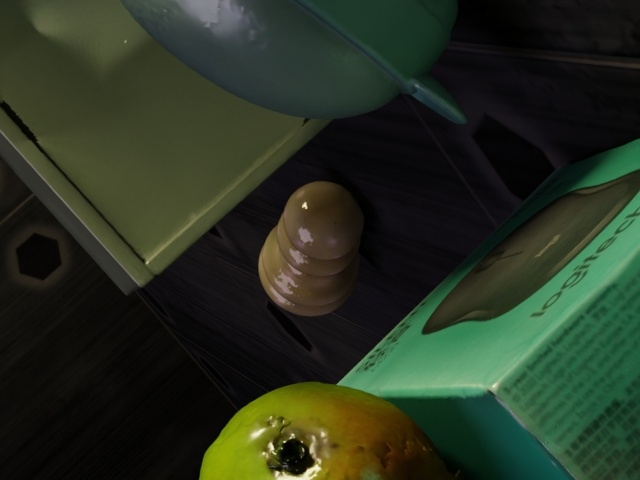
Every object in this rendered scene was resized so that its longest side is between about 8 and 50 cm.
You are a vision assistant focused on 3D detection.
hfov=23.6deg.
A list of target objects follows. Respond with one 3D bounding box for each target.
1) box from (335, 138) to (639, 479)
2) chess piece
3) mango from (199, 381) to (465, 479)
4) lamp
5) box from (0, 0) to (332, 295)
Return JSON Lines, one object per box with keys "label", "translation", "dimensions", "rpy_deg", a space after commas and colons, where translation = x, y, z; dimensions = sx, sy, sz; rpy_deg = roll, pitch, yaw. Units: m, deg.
{"label": "box", "translation": [0.137, 0.047, 0.737], "dimensions": [0.118, 0.205, 0.311], "rpy_deg": [49, 168, -3]}
{"label": "chess piece", "translation": [0.000, 0.000, 1.357], "dimensions": [0.094, 0.094, 0.170], "rpy_deg": [45, 160, 8]}
{"label": "mango", "translation": [0.005, 0.130, 0.711], "dimensions": [0.125, 0.111, 0.233], "rpy_deg": [52, 166, 16]}
{"label": "lamp", "translation": [-0.042, -0.166, 0.803], "dimensions": [0.209, 0.147, 0.284], "rpy_deg": [35, 162, 53]}
{"label": "box", "translation": [-0.112, -0.121, 0.996], "dimensions": [0.225, 0.225, 0.117], "rpy_deg": [49, 168, -4]}
